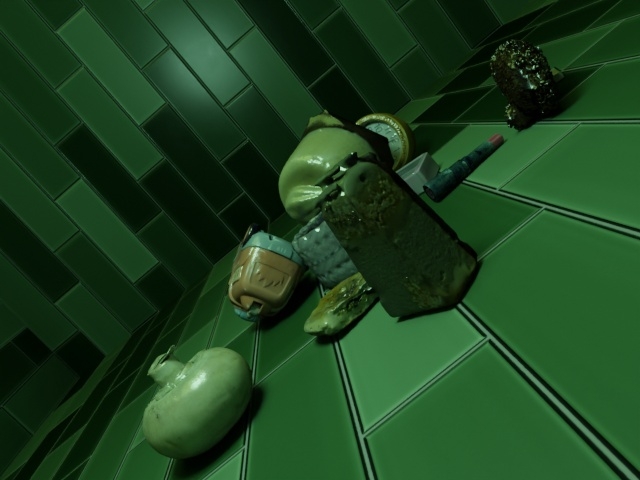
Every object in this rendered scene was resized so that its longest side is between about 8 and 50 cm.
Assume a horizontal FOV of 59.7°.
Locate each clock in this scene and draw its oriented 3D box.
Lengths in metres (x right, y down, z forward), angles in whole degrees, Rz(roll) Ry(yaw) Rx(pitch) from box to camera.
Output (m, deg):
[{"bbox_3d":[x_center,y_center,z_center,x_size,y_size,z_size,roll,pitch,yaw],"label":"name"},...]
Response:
[{"bbox_3d":[0.179,-0.304,1.929,0.317,0.244,0.200,-29,1,33],"label":"clock"},{"bbox_3d":[0.238,-0.159,1.614,0.197,0.063,0.150,-32,15,36],"label":"clock"}]

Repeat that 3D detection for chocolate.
[{"bbox_3d":[0.032,-0.188,1.739,0.326,0.314,0.297,-67,-6,31],"label":"chocolate"}]

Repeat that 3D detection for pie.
[{"bbox_3d":[0.053,0.126,1.173,0.218,0.052,0.185,-42,6,-19],"label":"pie"}]

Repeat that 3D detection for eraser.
[{"bbox_3d":[0.598,-0.422,1.554,0.150,0.023,0.104,-35,12,24],"label":"eraser"}]

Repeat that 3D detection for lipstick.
[{"bbox_3d":[0.358,-0.188,1.379,0.234,0.053,0.053,-39,11,-5],"label":"lipstick"}]

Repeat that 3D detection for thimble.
[{"bbox_3d":[0.058,-0.010,1.394,0.245,0.157,0.217,-33,14,30],"label":"thimble"}]

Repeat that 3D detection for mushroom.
[{"bbox_3d":[-0.256,0.306,1.120,0.246,0.202,0.246,-44,2,2],"label":"mushroom"}]

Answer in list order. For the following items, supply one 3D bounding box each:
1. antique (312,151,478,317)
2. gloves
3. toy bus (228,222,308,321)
[{"bbox_3d":[0.112,-0.015,0.930,0.150,0.284,0.125,-28,16,50],"label":"antique"},{"bbox_3d":[0.501,-0.393,1.373,0.135,0.210,0.312,-18,13,24],"label":"gloves"},{"bbox_3d":[-0.152,0.106,1.528,0.287,0.194,0.232,136,153,-65],"label":"toy bus"}]
